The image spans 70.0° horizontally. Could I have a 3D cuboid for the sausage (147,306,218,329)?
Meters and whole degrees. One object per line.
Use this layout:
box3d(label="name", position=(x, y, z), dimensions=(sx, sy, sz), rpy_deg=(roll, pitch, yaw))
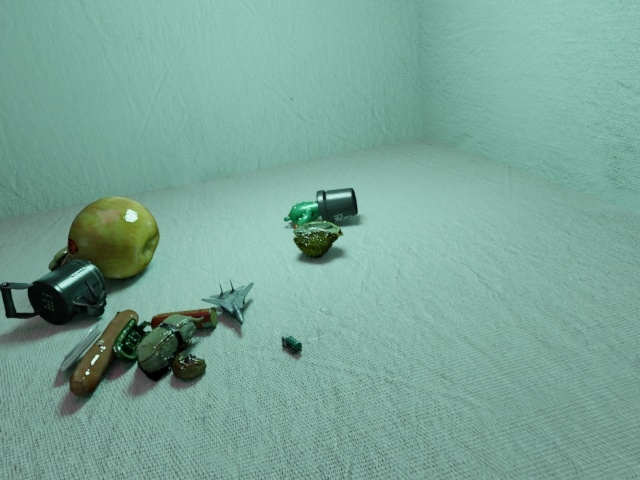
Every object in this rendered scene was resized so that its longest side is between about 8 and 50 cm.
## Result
box3d(label="sausage", position=(-0.515, 0.294, 1.683), dimensions=(0.263, 0.083, 0.083), rpy_deg=(-6, 24, 6))

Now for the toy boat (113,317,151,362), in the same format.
box3d(label="toy boat", position=(-0.654, 0.350, 1.587), dimensions=(0.052, 0.104, 0.210), rpy_deg=(-37, 17, 15))

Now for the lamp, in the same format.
box3d(label="lamp", position=(-1.052, 0.202, 1.897), dimensions=(0.373, 0.205, 0.272), rpy_deg=(8, 28, -5))

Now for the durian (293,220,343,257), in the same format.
box3d(label="durian", position=(0.000, 0.000, 2.099), dimensions=(0.237, 0.138, 0.193), rpy_deg=(3, 23, 30))

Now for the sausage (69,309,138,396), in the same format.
box3d(label="sausage", position=(-0.734, 0.369, 1.565), dimensions=(0.094, 0.094, 0.419), rpy_deg=(-23, 22, 12))

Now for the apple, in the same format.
box3d(label="apple", position=(-0.944, -0.008, 2.126), dimensions=(0.346, 0.392, 0.391), rpy_deg=(21, 30, 8))

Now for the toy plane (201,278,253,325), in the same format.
box3d(label="toy plane", position=(-0.322, 0.252, 1.719), dimensions=(0.212, 0.088, 0.267), rpy_deg=(-18, 34, -18))

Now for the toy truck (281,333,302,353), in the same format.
box3d(label="toy truck", position=(-0.095, 0.335, 1.498), dimensions=(0.039, 0.044, 0.083), rpy_deg=(-21, 27, -34))

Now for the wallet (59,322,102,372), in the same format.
box3d(label="wallet", position=(-0.819, 0.363, 1.564), dimensions=(0.183, 0.032, 0.124), rpy_deg=(-50, 20, -17))

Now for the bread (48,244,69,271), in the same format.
box3d(label="bread", position=(-1.242, 0.081, 2.253), dimensions=(0.207, 0.056, 0.286), rpy_deg=(-43, 1, -40))

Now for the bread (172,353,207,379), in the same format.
box3d(label="bread", position=(-0.422, 0.398, 1.444), dimensions=(0.113, 0.060, 0.082), rpy_deg=(4, 24, 21))

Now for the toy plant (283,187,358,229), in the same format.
box3d(label="toy plant", position=(-0.009, -0.163, 2.424), dimensions=(0.400, 0.185, 0.280), rpy_deg=(-11, 44, 14))

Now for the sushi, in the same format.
box3d(label="sushi", position=(-0.501, 0.318, 1.523), dimensions=(0.134, 0.109, 0.273), rpy_deg=(14, 46, 38))

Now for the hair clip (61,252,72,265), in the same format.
box3d(label="hair clip", position=(-1.195, 0.148, 2.118), dimensions=(0.072, 0.226, 0.034), rpy_deg=(1, -20, 37))
